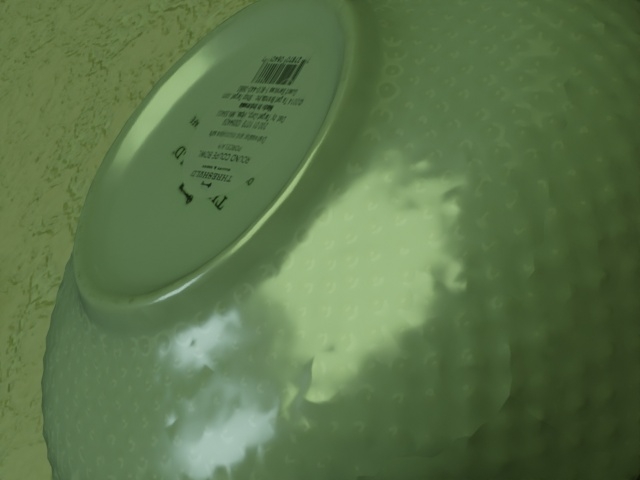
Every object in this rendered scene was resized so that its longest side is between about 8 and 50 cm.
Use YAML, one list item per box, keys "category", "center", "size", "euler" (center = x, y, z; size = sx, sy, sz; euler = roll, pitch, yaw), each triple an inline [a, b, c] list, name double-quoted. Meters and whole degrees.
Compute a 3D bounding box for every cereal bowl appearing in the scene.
- category: "cereal bowl"
  center: [0.000, 0.000, 0.776]
  size: [0.339, 0.141, 0.339]
  euler: [-34, 34, 27]
